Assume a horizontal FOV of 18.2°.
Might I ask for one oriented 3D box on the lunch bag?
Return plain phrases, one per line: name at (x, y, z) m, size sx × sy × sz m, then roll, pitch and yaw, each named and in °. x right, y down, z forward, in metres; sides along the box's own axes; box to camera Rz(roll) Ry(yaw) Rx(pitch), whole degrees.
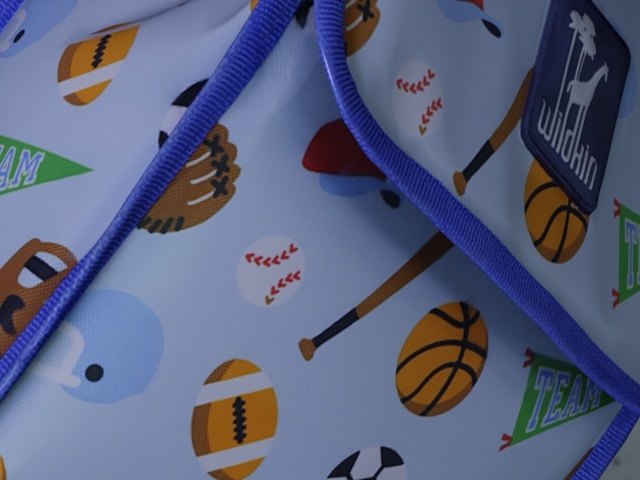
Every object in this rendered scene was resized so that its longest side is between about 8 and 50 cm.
lunch bag at (0.000, 0.000, 0.894) m, size 0.385 × 0.239 × 0.328 m, roll -51°, pitch 131°, yaw -2°
